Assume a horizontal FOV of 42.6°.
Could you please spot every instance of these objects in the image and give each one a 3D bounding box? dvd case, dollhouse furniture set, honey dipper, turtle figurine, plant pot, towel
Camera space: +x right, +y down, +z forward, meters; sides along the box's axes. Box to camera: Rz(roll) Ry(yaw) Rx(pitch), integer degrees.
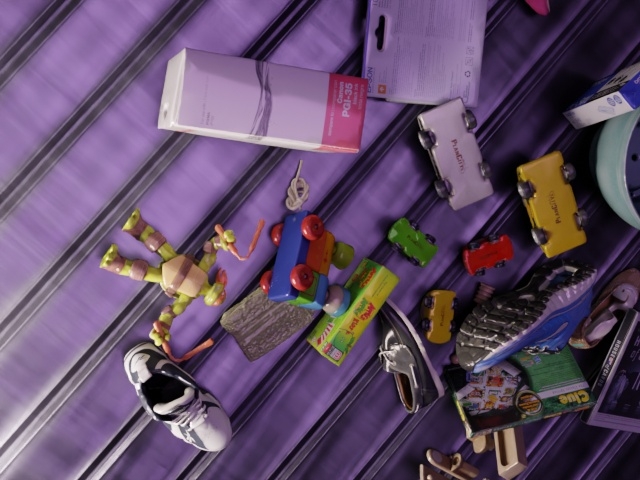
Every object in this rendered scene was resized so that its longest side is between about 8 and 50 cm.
[{"bbox_3d":[0.618,0.260,1.612,0.179,0.029,0.239,16,100,-33],"label":"dvd case"},{"bbox_3d":[0.277,0.390,1.502,0.123,0.144,0.151,31,124,-18],"label":"dollhouse furniture set"},{"bbox_3d":[0.281,0.157,1.533,0.030,0.030,0.161,21,96,-18],"label":"honey dipper"},{"bbox_3d":[-0.227,0.040,1.330,0.217,0.087,0.270,33,87,-12],"label":"turtle figurine"},{"bbox_3d":[0.619,-0.149,1.501,0.293,0.196,0.293,-3,99,-17],"label":"plant pot"},{"bbox_3d":[-0.089,0.131,1.415,0.148,0.027,0.110,-37,107,-11],"label":"towel"}]

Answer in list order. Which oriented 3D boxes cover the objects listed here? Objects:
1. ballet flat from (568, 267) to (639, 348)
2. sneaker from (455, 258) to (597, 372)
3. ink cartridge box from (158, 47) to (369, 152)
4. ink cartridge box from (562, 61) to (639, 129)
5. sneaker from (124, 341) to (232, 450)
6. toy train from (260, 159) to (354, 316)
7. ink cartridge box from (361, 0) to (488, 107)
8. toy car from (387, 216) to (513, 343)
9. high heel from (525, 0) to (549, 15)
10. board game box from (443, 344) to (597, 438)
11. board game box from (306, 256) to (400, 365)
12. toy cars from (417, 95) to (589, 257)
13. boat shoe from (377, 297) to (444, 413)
[{"bbox_3d":[0.566,0.138,1.593,0.206,0.067,0.073,-46,106,-7],"label":"ballet flat"},{"bbox_3d":[0.388,0.164,1.497,0.330,0.129,0.147,-26,116,-25],"label":"sneaker"},{"bbox_3d":[-0.095,-0.210,1.270,0.282,0.207,0.117,7,95,-18],"label":"ink cartridge box"},{"bbox_3d":[0.518,-0.258,1.448,0.097,0.207,0.046,-42,95,-8],"label":"ink cartridge box"},{"bbox_3d":[-0.222,0.273,1.329,0.094,0.153,0.235,-35,106,-8],"label":"sneaker"},{"bbox_3d":[0.000,0.000,1.397,0.143,0.105,0.248,26,66,-33],"label":"toy train"},{"bbox_3d":[0.175,-0.348,1.417,0.223,0.045,0.223,3,97,-17],"label":"ink cartridge box"},{"bbox_3d":[0.205,0.037,1.478,0.225,0.053,0.239,39,85,-18],"label":"toy car"},{"bbox_3d":[0.305,-0.473,1.437,0.117,0.082,0.244,-32,122,19],"label":"high heel"},{"bbox_3d":[0.372,0.275,1.532,0.259,0.136,0.030,-9,145,-15],"label":"board game box"},{"bbox_3d":[0.055,0.121,1.423,0.043,0.092,0.181,37,86,-19],"label":"board game box"},{"bbox_3d":[0.323,-0.115,1.477,0.393,0.087,0.177,25,100,-15],"label":"toy cars"},{"bbox_3d":[0.144,0.202,1.467,0.079,0.084,0.233,-29,108,-12],"label":"boat shoe"}]
